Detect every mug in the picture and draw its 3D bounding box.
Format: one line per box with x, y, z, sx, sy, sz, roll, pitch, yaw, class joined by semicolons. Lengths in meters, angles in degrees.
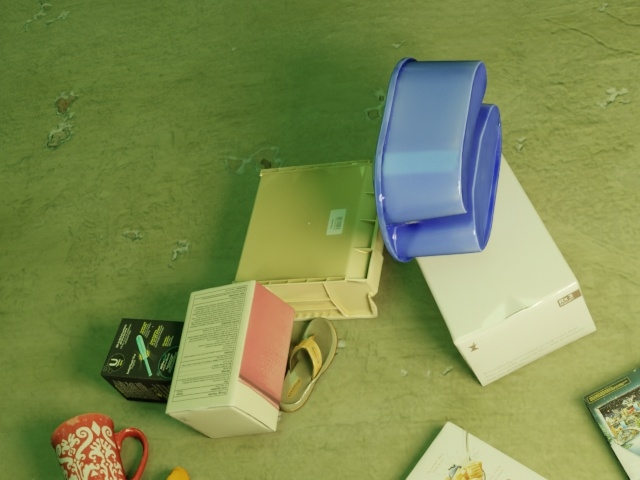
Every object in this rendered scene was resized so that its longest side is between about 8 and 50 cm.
-0.373;0.388;2.050;0.150;0.113;0.169;-30;52;5;mug

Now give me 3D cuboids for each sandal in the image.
-0.027;0.207;2.049;0.072;0.049;0.180;13;63;33;sandal

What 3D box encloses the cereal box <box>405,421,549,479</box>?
0.237;0.396;1.781;0.240;0.047;0.173;26;71;38;cereal box

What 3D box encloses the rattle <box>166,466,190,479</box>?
-0.304;0.478;1.978;0.199;0.130;0.143;-52;34;19;rattle

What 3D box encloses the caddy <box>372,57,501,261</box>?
0.168;-0.128;1.873;0.179;0.241;0.341;0;57;21;caddy

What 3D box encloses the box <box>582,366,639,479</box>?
0.526;0.246;1.751;0.233;0.044;0.159;-28;49;5;box

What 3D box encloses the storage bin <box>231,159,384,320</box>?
0.000;0.000;2.142;0.260;0.123;0.262;-3;54;24;storage bin

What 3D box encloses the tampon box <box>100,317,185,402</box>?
-0.285;0.216;2.135;0.161;0.101;0.120;1;56;28;tampon box

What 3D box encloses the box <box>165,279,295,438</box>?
-0.150;0.204;2.037;0.149;0.127;0.232;-12;56;34;box

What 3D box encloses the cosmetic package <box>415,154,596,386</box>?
0.269;0.019;1.975;0.217;0.156;0.385;-26;50;7;cosmetic package
